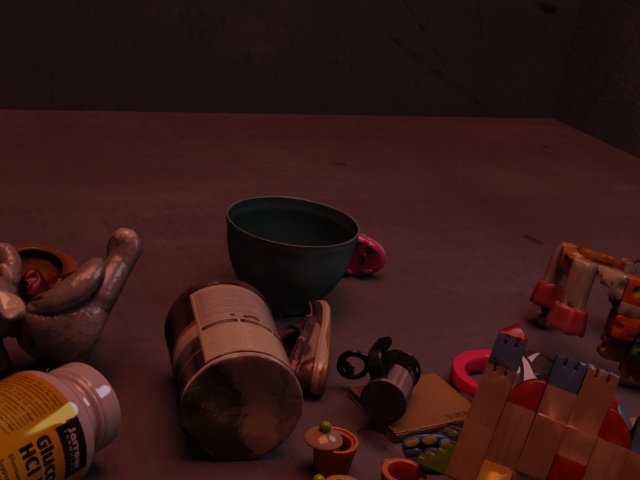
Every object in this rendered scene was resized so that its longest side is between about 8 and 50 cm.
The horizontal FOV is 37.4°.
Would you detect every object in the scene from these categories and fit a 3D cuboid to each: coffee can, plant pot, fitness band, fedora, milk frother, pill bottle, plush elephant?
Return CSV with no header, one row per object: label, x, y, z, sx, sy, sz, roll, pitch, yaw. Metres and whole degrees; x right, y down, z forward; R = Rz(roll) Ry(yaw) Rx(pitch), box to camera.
coffee can,-0.155,0.213,1.623,0.201,0.202,0.275,2,23,-15
plant pot,-0.072,0.043,2.084,0.293,0.196,0.293,8,22,-3
fitness band,0.397,0.290,1.851,0.290,0.054,0.209,12,19,7
fedora,-0.591,0.082,1.952,0.194,0.079,0.194,10,27,-5
milk frother,0.093,0.257,1.720,0.143,0.129,0.135,-32,6,24
pill bottle,-0.443,0.297,1.329,0.187,0.188,0.334,19,25,25
plush elephant,-0.510,0.113,1.654,0.255,0.272,0.330,30,43,-15

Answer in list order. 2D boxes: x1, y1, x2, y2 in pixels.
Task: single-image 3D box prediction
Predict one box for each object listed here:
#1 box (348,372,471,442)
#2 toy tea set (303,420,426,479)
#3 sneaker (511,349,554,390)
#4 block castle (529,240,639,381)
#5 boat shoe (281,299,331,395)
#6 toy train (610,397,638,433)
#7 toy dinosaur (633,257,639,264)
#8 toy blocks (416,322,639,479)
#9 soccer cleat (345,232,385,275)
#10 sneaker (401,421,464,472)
box,0.177,0.306,1.760,0.201,0.021,0.164,-5,25,-29
toy tea set,0.108,0.367,1.446,0.336,0.124,0.200,19,24,24
sneaker,0.362,0.264,1.680,0.135,0.098,0.276,12,19,15
block castle,0.701,0.174,2.046,0.453,0.213,0.303,16,10,1
boat shoe,-0.031,0.197,1.851,0.092,0.103,0.285,11,27,-7
toy train,0.527,0.388,1.619,0.143,0.105,0.248,19,39,-22
toy dinosaur,0.721,0.039,2.093,0.090,0.047,0.082,5,-7,-3
toy blocks,0.377,0.295,1.472,0.381,0.261,0.191,21,-1,14
soccer cleat,0.000,0.000,2.324,0.331,0.116,0.143,10,22,3
sneaker,0.222,0.352,1.626,0.188,0.067,0.078,-2,5,-23
